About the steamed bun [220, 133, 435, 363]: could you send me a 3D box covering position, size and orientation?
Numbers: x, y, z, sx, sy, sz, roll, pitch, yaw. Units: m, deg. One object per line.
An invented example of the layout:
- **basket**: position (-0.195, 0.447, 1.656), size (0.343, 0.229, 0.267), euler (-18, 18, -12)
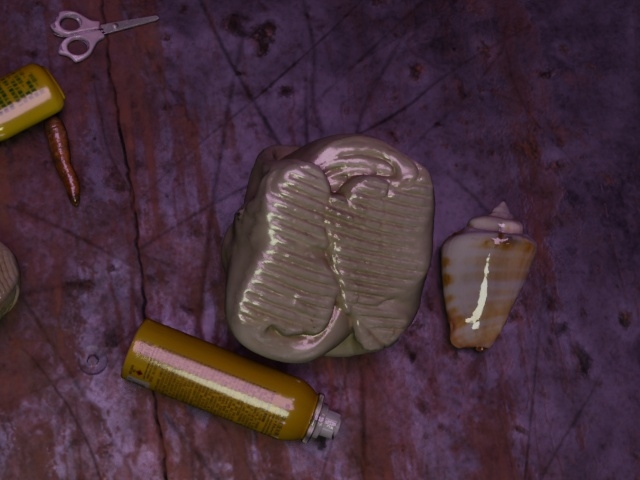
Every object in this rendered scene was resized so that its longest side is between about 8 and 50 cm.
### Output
- **steamed bun**: position (0.000, 0.000, 1.694), size (0.342, 0.255, 0.368), euler (13, 99, -24)

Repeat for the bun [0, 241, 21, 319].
- **bun**: position (-0.553, 0.076, 1.646), size (0.166, 0.113, 0.173), euler (14, 47, -10)

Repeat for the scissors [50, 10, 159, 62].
- **scissors**: position (-0.378, -0.376, 1.877), size (0.189, 0.015, 0.100), euler (-16, 77, -16)

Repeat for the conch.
- **conch**: position (0.287, 0.054, 1.790), size (0.158, 0.127, 0.255), euler (9, 71, -7)

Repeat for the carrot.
- **carrot**: position (-0.432, -0.134, 1.778), size (0.035, 0.035, 0.165), euler (-14, 77, -14)

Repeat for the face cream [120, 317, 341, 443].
- **face cream**: position (-0.134, 0.232, 1.671), size (0.348, 0.105, 0.105), euler (22, 70, -2)

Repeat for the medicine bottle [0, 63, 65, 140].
- **medicine bottle**: position (-0.574, -0.192, 1.748), size (0.309, 0.076, 0.111), euler (-31, 57, -16)
